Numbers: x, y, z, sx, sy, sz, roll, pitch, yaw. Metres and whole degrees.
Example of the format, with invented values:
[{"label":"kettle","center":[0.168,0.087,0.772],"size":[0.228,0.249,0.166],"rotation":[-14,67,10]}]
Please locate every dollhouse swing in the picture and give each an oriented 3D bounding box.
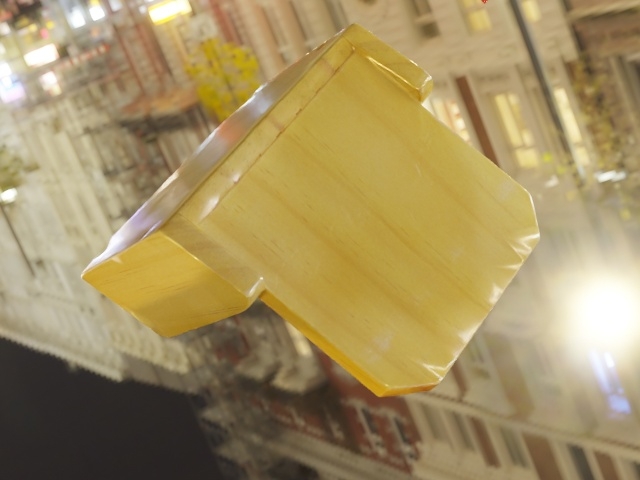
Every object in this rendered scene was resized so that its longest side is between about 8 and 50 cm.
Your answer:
[{"label":"dollhouse swing","center":[0.000,0.000,1.432],"size":[0.347,0.305,0.315],"rotation":[-51,-165,-30]}]

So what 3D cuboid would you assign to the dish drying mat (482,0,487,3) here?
[{"label":"dish drying mat","center":[0.315,-0.474,2.404],"size":[0.008,0.032,0.083],"rotation":[-29,166,-42]}]
